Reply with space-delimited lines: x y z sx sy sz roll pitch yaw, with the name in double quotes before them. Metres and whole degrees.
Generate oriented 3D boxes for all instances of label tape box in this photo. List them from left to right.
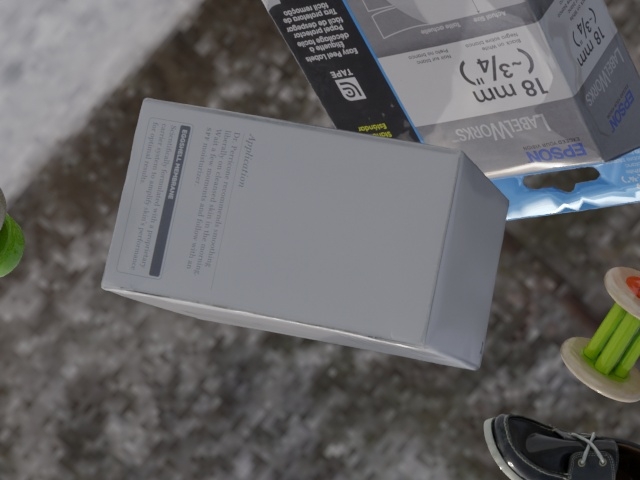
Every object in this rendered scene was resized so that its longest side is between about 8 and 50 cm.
"label tape box" 0.135 -0.123 1.620 0.241 0.333 0.106 -8 -146 39

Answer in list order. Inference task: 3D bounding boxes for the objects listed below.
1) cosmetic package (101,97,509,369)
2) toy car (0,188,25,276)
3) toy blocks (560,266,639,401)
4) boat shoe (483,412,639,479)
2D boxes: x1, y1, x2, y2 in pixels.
"cosmetic package" 0.000 0.000 1.348 0.224 0.225 0.138 29 73 -75
"toy car" -0.330 -0.031 1.376 0.149 0.188 0.155 -47 160 -5
"toy blocks" 0.211 0.017 1.055 0.123 0.054 0.148 6 122 -41
"boat shoe" 0.250 0.209 1.884 0.079 0.233 0.084 -38 -135 31
